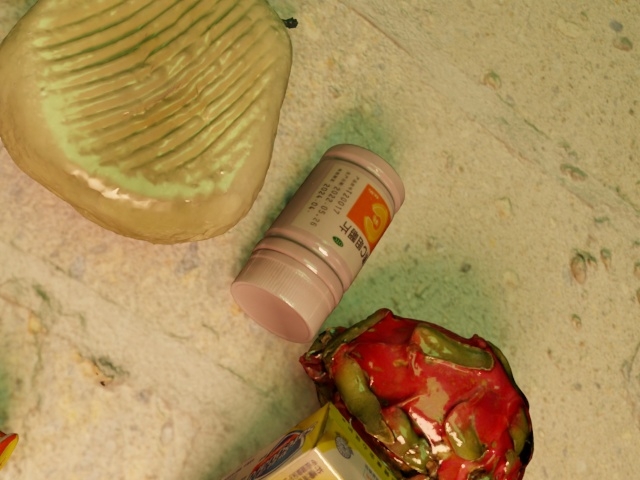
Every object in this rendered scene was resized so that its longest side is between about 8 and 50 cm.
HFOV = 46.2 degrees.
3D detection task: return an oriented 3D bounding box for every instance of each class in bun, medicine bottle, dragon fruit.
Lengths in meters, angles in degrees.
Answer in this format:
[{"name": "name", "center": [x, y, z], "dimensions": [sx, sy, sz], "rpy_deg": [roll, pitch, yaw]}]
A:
[{"name": "bun", "center": [-0.201, -0.160, 0.884], "dimensions": [0.349, 0.227, 0.352], "rpy_deg": [-39, 90, -29]}, {"name": "medicine bottle", "center": [0.000, 0.000, 0.985], "dimensions": [0.133, 0.133, 0.249], "rpy_deg": [41, 62, -9]}, {"name": "dragon fruit", "center": [0.116, 0.211, 0.921], "dimensions": [0.303, 0.231, 0.237], "rpy_deg": [38, 68, -6]}]

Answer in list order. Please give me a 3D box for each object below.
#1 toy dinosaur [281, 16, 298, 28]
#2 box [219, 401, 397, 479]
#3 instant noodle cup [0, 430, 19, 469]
[{"name": "toy dinosaur", "center": [-0.099, -0.297, 1.073], "dimensions": [0.154, 0.049, 0.055], "rpy_deg": [-23, 83, -23]}, {"name": "box", "center": [-0.041, 0.320, 0.801], "dimensions": [0.168, 0.265, 0.097], "rpy_deg": [51, 18, -4]}, {"name": "instant noodle cup", "center": [-0.420, 0.216, 0.693], "dimensions": [0.174, 0.213, 0.213], "rpy_deg": [38, 63, -2]}]
